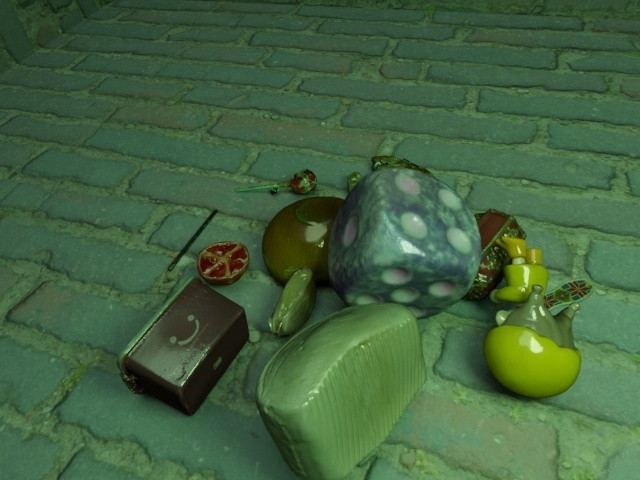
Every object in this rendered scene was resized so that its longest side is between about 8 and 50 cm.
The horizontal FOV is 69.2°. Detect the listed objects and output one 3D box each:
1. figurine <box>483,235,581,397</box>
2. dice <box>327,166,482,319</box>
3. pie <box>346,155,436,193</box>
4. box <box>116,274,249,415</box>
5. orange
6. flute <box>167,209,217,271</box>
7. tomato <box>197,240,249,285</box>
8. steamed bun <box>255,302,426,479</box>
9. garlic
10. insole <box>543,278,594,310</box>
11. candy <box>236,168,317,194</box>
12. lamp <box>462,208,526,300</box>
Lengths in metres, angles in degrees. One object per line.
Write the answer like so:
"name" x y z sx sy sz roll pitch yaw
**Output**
"figurine" 0.457 0.168 1.031 0.214 0.187 0.344 12 66 -22
"dice" 0.187 0.013 1.089 0.271 0.270 0.270 16 50 -20
"pie" 0.232 -0.170 1.492 0.302 0.067 0.303 -3 46 3
"box" -0.305 0.252 1.099 0.167 0.193 0.294 25 54 16
"orange" -0.001 -0.005 1.314 0.334 0.196 0.263 -3 61 -5
"flute" -0.398 -0.006 1.455 0.014 0.014 0.270 14 51 19
"tomato" -0.272 0.077 1.326 0.155 0.069 0.156 -4 44 3
"steamed bun" 0.032 0.283 0.964 0.236 0.247 0.383 5 30 47
"garlic" -0.071 0.171 1.193 0.086 0.101 0.196 16 57 25
"insole" 0.623 0.143 1.198 0.193 0.006 0.065 -18 48 -10
"candy" -0.151 -0.186 1.557 0.287 0.084 0.078 -4 51 13
"lamp" 0.420 0.036 1.218 0.177 0.177 0.274 31 57 30
